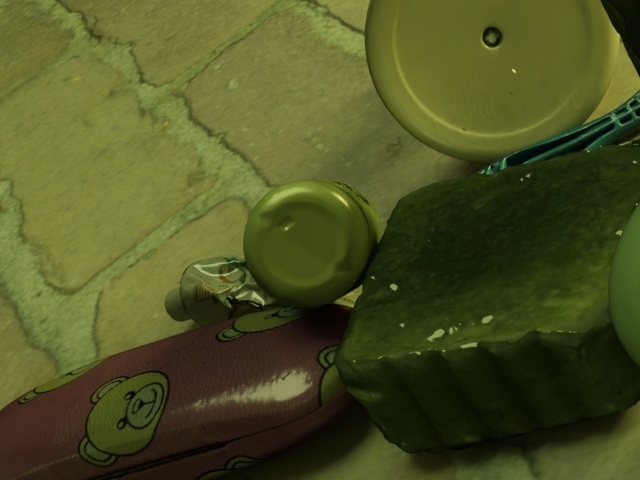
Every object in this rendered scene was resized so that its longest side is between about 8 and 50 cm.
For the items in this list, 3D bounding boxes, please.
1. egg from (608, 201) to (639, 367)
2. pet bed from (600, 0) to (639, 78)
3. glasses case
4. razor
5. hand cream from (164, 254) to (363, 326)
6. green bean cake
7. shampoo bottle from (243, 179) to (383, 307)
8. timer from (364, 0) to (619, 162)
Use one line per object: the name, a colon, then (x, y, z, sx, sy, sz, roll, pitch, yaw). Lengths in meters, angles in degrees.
egg: (0.239, 0.011, 0.998, 0.192, 0.149, 0.149, -27, 27, 17)
pet bed: (0.264, -0.149, 1.170, 0.183, 0.211, 0.159, -30, 24, 1)
glasses case: (-0.107, 0.116, 1.294, 0.316, 0.076, 0.123, -18, 24, 26)
razor: (0.178, -0.068, 1.330, 0.253, 0.042, 0.082, -33, 67, 6)
hand cream: (-0.013, 0.033, 1.371, 0.257, 0.050, 0.084, -3, 37, 42)
green bean cake: (0.120, 0.033, 1.159, 0.185, 0.094, 0.183, -16, 31, 31)
shampoo bottle: (0.000, 0.000, 1.269, 0.079, 0.079, 0.162, -30, -2, 8)
timer: (0.122, -0.162, 1.471, 0.175, 0.175, 0.266, -31, 8, 7)
